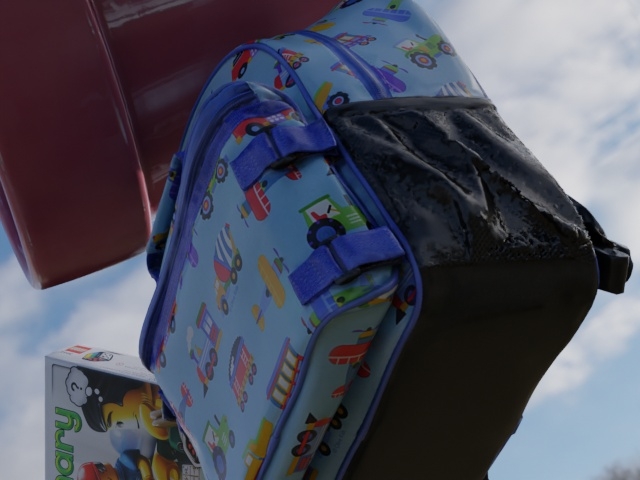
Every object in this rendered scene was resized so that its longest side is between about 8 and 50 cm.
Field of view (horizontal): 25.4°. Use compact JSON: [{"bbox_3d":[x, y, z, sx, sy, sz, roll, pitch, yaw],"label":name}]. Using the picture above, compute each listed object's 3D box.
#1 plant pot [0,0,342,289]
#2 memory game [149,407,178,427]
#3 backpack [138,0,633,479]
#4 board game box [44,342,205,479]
[{"bbox_3d":[-0.074,-0.102,0.609,0.180,0.201,0.201,-22,-24,-13],"label":"plant pot"},{"bbox_3d":[-0.006,0.083,0.806,0.186,0.012,0.186,-13,-8,-2],"label":"memory game"},{"bbox_3d":[0.000,0.000,0.491,0.117,0.173,0.158,-5,-41,-29],"label":"backpack"},{"bbox_3d":[-0.151,0.256,1.231,0.053,0.193,0.305,-17,-67,-57],"label":"board game box"}]
